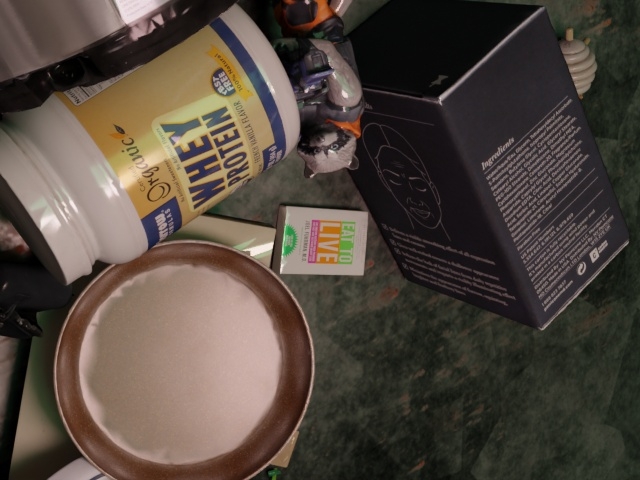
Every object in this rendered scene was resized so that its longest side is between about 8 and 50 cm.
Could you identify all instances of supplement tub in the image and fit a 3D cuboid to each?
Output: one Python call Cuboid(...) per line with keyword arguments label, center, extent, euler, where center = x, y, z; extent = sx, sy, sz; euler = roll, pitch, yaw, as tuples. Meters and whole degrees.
Cuboid(label="supplement tub", center=(-0.205, -0.116, 1.250), extent=(0.316, 0.228, 0.228), euler=(-36, 121, -18))

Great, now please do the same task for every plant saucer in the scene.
Cuboid(label="plant saucer", center=(-0.162, 0.152, 1.354), extent=(0.311, 0.050, 0.310), euler=(-1, 94, -13))

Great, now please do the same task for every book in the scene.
Cuboid(label="book", center=(0.000, 0.000, 1.617), extent=(0.144, 0.035, 0.096), euler=(2, 98, -35))

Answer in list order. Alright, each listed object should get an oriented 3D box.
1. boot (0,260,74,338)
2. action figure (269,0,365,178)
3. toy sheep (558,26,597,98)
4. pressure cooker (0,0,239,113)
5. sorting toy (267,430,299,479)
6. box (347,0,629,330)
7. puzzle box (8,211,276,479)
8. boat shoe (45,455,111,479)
Cuboid(label="boot", center=(-0.426, 0.089, 1.273), extent=(0.247, 0.094, 0.207), euler=(-29, 159, 17))
Cuboid(label="action figure", center=(0.006, -0.239, 1.356), extent=(0.179, 0.341, 0.330), euler=(-6, 97, -17))
Cuboid(label="toy sheep", center=(0.398, -0.280, 1.794), extent=(0.091, 0.091, 0.132), euler=(-33, 125, -25))
Cuboid(label="pressure cooker", center=(-0.281, -0.381, 1.071), extent=(0.420, 0.376, 0.369), euler=(63, 30, -27))
Cuboid(label="sorting toy", center=(-0.067, 0.316, 1.665), extent=(0.062, 0.012, 0.083), euler=(22, 86, -43))
Cuboid(label="box", center=(0.204, -0.114, 1.565), extent=(0.212, 0.294, 0.395), euler=(-43, 124, -20))
Cuboid(label="puzzle box", center=(-0.228, 0.154, 1.409), extent=(0.272, 0.052, 0.408), euler=(11, 98, -12))
Cuboid(label="boat shoe", center=(-0.335, 0.428, 1.288), extent=(0.367, 0.156, 0.136), euler=(-50, 161, -18))
